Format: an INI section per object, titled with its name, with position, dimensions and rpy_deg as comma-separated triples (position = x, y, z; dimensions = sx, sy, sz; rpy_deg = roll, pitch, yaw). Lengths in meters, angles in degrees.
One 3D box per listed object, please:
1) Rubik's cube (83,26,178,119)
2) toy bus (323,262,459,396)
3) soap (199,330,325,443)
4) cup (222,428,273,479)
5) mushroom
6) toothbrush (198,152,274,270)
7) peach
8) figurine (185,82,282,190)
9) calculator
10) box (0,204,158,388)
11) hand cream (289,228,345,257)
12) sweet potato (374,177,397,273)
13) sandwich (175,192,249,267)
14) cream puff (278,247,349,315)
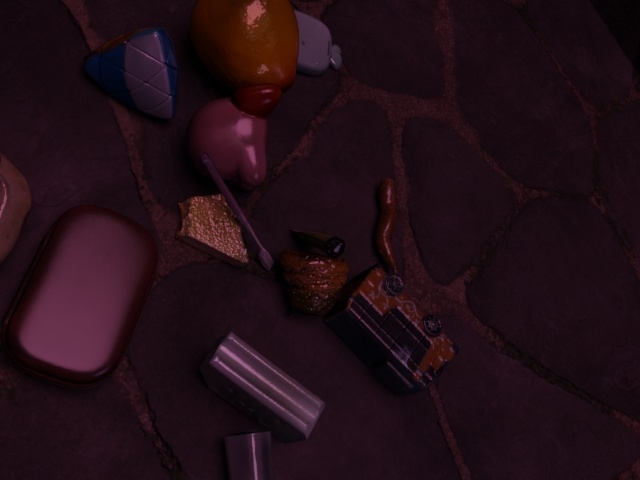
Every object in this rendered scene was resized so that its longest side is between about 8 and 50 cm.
[Rubik's cube]
position = -0.428, -0.428, 1.761
dimensions = 0.254, 0.254, 0.255
rpy_deg = 11, 66, -25
[toy bus]
position = 0.185, 0.242, 1.814
dimensions = 0.323, 0.162, 0.194
rpy_deg = 47, 57, -4
[soap]
position = -0.144, 0.343, 1.580
dimensions = 0.289, 0.173, 0.095
rpy_deg = 39, 58, -11
[cup]
position = -0.155, 0.497, 1.567
dimensions = 0.128, 0.095, 0.130
rpy_deg = 25, 56, -64
[mushroom]
position = -0.716, -0.091, 1.339
dimensions = 0.314, 0.336, 0.314
rpy_deg = 17, 56, -26
[toothbrush]
position = -0.206, -0.065, 1.709
dimensions = 0.354, 0.024, 0.029
rpy_deg = 61, 32, -27
[peach]
position = -0.198, -0.534, 1.841
dimensions = 0.289, 0.289, 0.308
rpy_deg = -33, 122, -34
[figurine]
position = -0.232, -0.268, 1.739
dimensions = 0.211, 0.269, 0.262
rpy_deg = 9, 90, -12
[calculator]
position = -0.050, -0.592, 2.054
dimensions = 0.295, 0.042, 0.184
rpy_deg = 13, 75, -33
[box]
position = -0.514, 0.117, 1.502
dimensions = 0.263, 0.108, 0.404
rpy_deg = 26, 60, -18
[hand cream]
position = 0.000, 0.000, 1.775
dimensions = 0.086, 0.235, 0.055
rpy_deg = 14, 94, -25
[sweet potato]
position = 0.189, -0.040, 1.984
dimensions = 0.067, 0.059, 0.281
rpy_deg = 27, 60, -42
[sandwich]
position = -0.278, -0.018, 1.719
dimensions = 0.162, 0.058, 0.193
rpy_deg = -10, 78, -30
[cream puff]
position = -0.028, 0.115, 1.760
dimensions = 0.183, 0.183, 0.169
rpy_deg = 9, 92, -26
